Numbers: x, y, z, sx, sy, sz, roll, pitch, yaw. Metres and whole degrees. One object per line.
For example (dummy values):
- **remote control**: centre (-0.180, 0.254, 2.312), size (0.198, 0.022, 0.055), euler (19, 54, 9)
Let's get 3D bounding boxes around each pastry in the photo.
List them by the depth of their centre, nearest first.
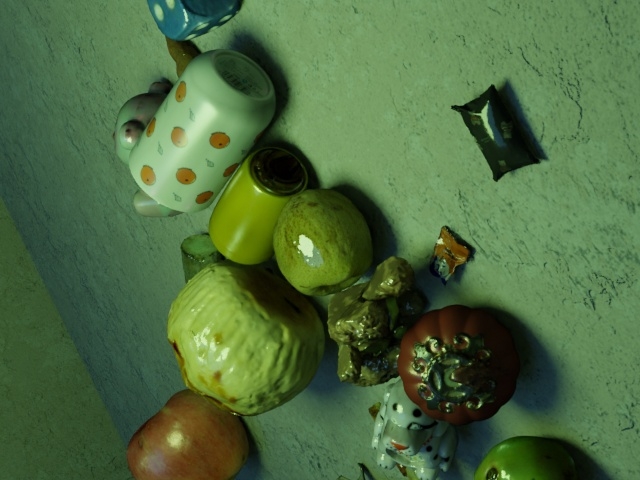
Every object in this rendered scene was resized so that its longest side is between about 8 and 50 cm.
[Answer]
- **pastry**: centre (-0.185, 0.235, 2.004), size (0.388, 0.389, 0.312), euler (43, 106, 22)

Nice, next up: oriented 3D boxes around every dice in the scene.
- **dice**: centre (-0.262, -0.495, 1.733), size (0.146, 0.147, 0.143), euler (-11, 105, 55)

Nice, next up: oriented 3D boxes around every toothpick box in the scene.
- **toothpick box**: centre (-0.132, -0.081, 1.873), size (0.175, 0.175, 0.271), euler (50, 143, 13)

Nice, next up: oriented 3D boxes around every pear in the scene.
- **pear**: centre (0.000, 0.000, 1.746), size (0.211, 0.188, 0.228), euler (69, 155, 12)

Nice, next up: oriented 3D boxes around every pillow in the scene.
- **pillow**: centre (0.281, -0.172, 1.372), size (0.150, 0.048, 0.090), euler (58, 155, -6)

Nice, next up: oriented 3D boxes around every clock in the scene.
- **clock**: centre (0.192, 0.370, 1.750), size (0.189, 0.189, 0.254), euler (39, 160, 27)

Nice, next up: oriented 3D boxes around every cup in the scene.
- **cup**: centre (-0.243, -0.238, 1.798), size (0.212, 0.212, 0.317), euler (51, 127, 12)

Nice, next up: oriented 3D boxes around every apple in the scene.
- **apple**: centre (-0.403, 0.653, 2.652), size (0.364, 0.364, 0.363), euler (32, 139, 34)

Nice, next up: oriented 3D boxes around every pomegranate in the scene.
- **pomegranate**: centre (0.419, 0.472, 1.592), size (0.241, 0.190, 0.159), euler (51, 119, 13)

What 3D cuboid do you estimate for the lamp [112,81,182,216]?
- **lamp**: centre (-0.373, -0.212, 2.074), size (0.248, 0.247, 0.301), euler (3, 130, 19)

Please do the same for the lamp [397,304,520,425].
- **lamp**: centre (0.254, 0.231, 1.578), size (0.227, 0.227, 0.226), euler (32, 139, 34)

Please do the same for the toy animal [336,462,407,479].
- **toy animal**: centre (0.096, 0.676, 2.177), size (0.160, 0.197, 0.272), euler (43, 148, 27)

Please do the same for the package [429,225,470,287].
- **package**: centre (0.240, 0.034, 1.606), size (0.077, 0.033, 0.110), euler (60, 141, 43)

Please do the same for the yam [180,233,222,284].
- **yam**: centre (-0.316, 0.085, 2.303), size (0.107, 0.107, 0.194), euler (34, 140, 33)

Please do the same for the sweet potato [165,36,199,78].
- **sweet potato**: centre (-0.306, -0.417, 1.933), size (0.068, 0.068, 0.226), euler (-40, 69, 56)

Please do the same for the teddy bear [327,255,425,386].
- **teddy bear**: centre (0.122, 0.187, 1.690), size (0.222, 0.246, 0.296), euler (44, 156, -9)

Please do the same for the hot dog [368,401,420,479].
- **hot dog**: centre (0.207, 0.468, 1.942), size (0.261, 0.093, 0.123), euler (59, 159, 27)
